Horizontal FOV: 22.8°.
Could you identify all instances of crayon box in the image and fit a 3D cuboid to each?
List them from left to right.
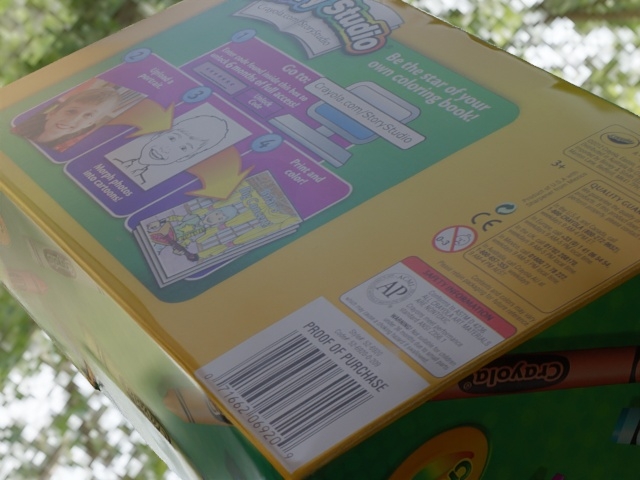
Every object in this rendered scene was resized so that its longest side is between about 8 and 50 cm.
[{"bbox_3d":[0.000,0.000,0.535,0.165,0.081,0.278,-29,-144,-19],"label":"crayon box"}]
